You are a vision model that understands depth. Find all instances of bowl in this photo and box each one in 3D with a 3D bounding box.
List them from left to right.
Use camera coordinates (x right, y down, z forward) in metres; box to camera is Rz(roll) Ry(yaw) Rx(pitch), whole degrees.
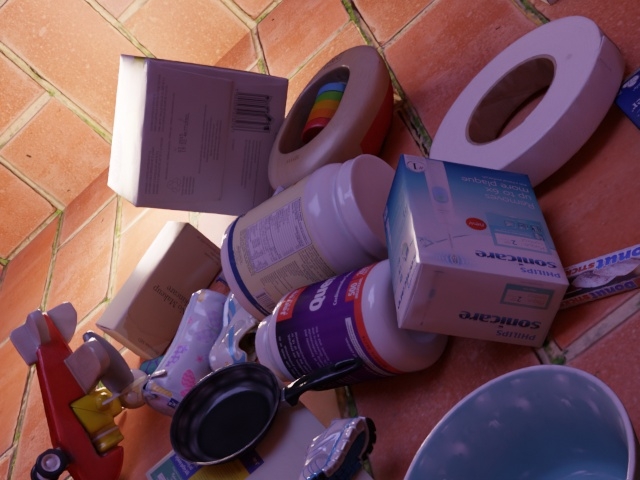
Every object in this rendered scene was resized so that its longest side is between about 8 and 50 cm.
[{"bbox_3d":[0.251,0.312,1.098,0.312,0.163,0.311,-37,28,23],"label":"bowl"}]

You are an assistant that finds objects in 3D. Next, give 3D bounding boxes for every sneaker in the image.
[{"bbox_3d":[-0.149,0.175,1.991,0.092,0.087,0.228,-15,44,30],"label":"sneaker"},{"bbox_3d":[0.001,0.327,1.396,0.083,0.071,0.190,1,39,45],"label":"sneaker"}]

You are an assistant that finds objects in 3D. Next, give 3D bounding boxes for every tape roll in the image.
[{"bbox_3d":[0.357,-0.230,1.741,0.392,0.072,0.392,-41,23,22],"label":"tape roll"}]

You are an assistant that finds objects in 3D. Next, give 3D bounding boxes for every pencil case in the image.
[{"bbox_3d":[-0.332,0.277,2.136,0.152,0.064,0.070,-24,-3,41],"label":"pencil case"},{"bbox_3d":[-0.263,0.235,2.021,0.113,0.124,0.273,-46,15,57],"label":"pencil case"}]

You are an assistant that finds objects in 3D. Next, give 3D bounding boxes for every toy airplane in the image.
[{"bbox_3d":[-0.495,0.308,2.074,0.386,0.273,0.384,-138,46,-55],"label":"toy airplane"}]

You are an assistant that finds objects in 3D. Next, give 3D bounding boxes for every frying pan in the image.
[{"bbox_3d":[-0.094,0.243,1.564,0.326,0.053,0.197,-33,36,-3],"label":"frying pan"}]

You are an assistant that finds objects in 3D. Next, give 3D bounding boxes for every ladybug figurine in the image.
[{"bbox_3d":[0.041,-0.249,2.175,0.305,0.162,0.449,-20,38,45],"label":"ladybug figurine"}]

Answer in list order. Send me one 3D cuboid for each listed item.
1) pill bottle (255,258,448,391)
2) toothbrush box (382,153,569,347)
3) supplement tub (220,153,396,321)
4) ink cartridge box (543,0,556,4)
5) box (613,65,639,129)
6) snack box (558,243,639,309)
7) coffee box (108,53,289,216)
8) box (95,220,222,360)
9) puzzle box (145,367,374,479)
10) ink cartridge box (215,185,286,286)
[{"bbox_3d":[0.041,0.147,1.616,0.323,0.181,0.181,-20,38,43],"label":"pill bottle"},{"bbox_3d":[0.220,0.009,1.470,0.295,0.217,0.126,-91,12,-54],"label":"toothbrush box"},{"bbox_3d":[0.000,0.000,1.819,0.325,0.235,0.235,-29,32,33],"label":"supplement tub"},{"bbox_3d":[0.477,-0.559,2.058,0.099,0.056,0.135,-43,26,8],"label":"ink cartridge box"},{"bbox_3d":[0.545,-0.221,1.524,0.136,0.036,0.225,-40,29,16],"label":"box"},{"bbox_3d":[0.406,0.048,1.380,0.178,0.022,0.064,-23,34,41],"label":"snack box"},{"bbox_3d":[-0.304,-0.256,2.368,0.334,0.338,0.337,-151,67,-64],"label":"coffee box"},{"bbox_3d":[-0.374,0.118,2.326,0.121,0.148,0.311,3,58,57],"label":"box"},{"bbox_3d":[-0.078,0.386,1.475,0.272,0.052,0.409,-40,37,-9],"label":"puzzle box"},{"bbox_3d":[-0.141,0.007,2.134,0.185,0.065,0.311,-57,5,-18],"label":"ink cartridge box"}]
